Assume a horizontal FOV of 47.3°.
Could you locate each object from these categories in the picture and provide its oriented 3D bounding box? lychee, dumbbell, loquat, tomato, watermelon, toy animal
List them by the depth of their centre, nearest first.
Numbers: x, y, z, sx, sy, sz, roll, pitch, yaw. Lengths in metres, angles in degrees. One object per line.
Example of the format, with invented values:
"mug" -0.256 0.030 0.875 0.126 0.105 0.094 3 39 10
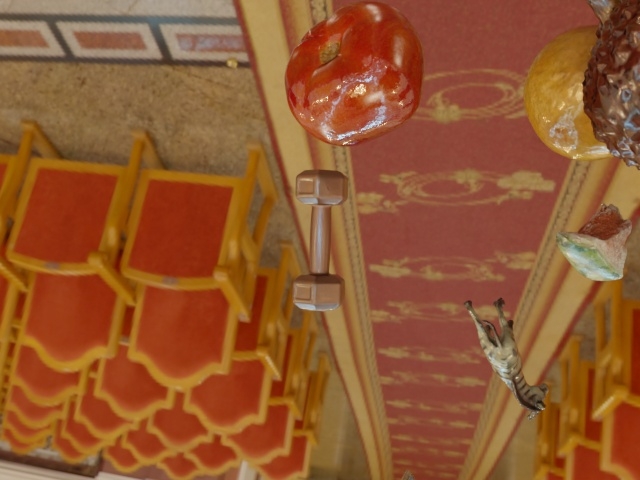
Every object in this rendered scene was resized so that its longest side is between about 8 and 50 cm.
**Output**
"lychee" 0.421 -0.201 0.830 0.300 0.264 0.264 47 165 21
"loquat" 0.411 -0.218 1.084 0.207 0.208 0.208 9 156 4
"dumbbell" 0.000 0.000 1.201 0.092 0.231 0.082 3 -179 41
"toy animal" 0.332 0.207 1.293 0.073 0.176 0.217 -26 140 16
"watermelon" 0.544 0.013 1.396 0.097 0.158 0.121 9 123 53
"tomato" 0.082 -0.325 1.483 0.298 0.299 0.226 -8 148 35

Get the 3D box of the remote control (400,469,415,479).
"remote control" 0.086 0.521 1.189 0.051 0.294 0.103 24 -174 13
